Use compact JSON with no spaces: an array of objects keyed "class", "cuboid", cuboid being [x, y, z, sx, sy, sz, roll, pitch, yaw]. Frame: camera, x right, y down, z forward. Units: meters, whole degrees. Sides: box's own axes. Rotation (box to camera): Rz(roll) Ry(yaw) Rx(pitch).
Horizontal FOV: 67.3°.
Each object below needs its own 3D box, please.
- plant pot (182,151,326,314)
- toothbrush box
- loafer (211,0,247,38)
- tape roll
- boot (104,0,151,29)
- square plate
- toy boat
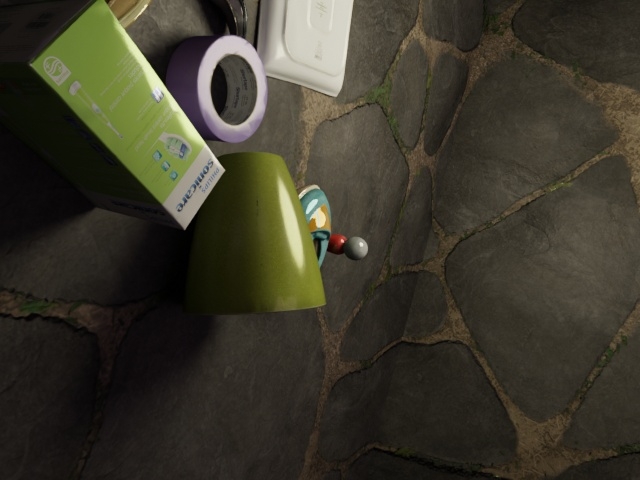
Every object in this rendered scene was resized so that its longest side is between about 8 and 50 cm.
[{"class":"plant pot","cuboid":[-0.132,-0.015,0.944,0.275,0.275,0.293,2,84,-59]},{"class":"toothbrush box","cuboid":[-0.296,-0.155,0.639,0.122,0.206,0.283,-62,145,-25]},{"class":"loafer","cuboid":[-0.180,-0.448,0.875,0.061,0.062,0.170,-30,125,-24]},{"class":"tape roll","cuboid":[-0.187,-0.280,0.895,0.189,0.080,0.189,-31,127,-51]},{"class":"boot","cuboid":[-0.302,-0.417,0.636,0.203,0.095,0.262,50,57,-54]},{"class":"square plate","cuboid":[-0.013,-0.535,1.117,0.347,0.049,0.344,-10,109,-57]},{"class":"toy boat","cuboid":[0.000,0.000,1.243,0.318,0.148,0.267,11,92,-59]}]
